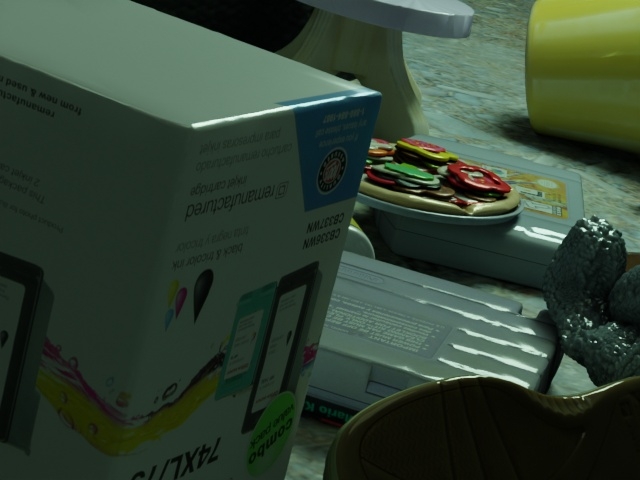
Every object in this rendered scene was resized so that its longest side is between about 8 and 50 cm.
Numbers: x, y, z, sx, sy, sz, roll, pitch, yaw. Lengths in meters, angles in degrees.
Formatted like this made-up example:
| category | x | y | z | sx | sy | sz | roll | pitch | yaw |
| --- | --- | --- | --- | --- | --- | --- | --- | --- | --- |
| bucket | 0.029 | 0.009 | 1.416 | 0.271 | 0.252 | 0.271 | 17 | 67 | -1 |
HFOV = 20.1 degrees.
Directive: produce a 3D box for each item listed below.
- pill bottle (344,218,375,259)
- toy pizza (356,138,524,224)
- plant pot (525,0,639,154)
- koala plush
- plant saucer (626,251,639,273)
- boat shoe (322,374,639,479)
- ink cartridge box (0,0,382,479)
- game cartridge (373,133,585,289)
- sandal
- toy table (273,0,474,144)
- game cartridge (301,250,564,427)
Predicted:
| category | x | y | z | sx | sy | sz | roll | pitch | yaw |
| --- | --- | --- | --- | --- | --- | --- | --- | --- | --- |
| pill bottle | 0.000 | 0.000 | 1.483 | 0.065 | 0.065 | 0.116 | 7 | 17 | -17 |
| toy pizza | 0.086 | -0.061 | 1.621 | 0.201 | 0.032 | 0.201 | 11 | 17 | -4 |
| plant pot | 0.373 | -0.208 | 2.146 | 0.239 | 0.254 | 0.254 | 1 | 13 | 17 |
| koala plush | 0.295 | 0.028 | 1.274 | 0.196 | 0.221 | 0.203 | 30 | 21 | -12 |
| plant saucer | 0.318 | 0.046 | 1.627 | 0.168 | 0.029 | 0.168 | 11 | 17 | -3 |
| boat shoe | 0.110 | 0.139 | 1.090 | 0.302 | 0.109 | 0.098 | -3 | -16 | -41 |
| ink cartridge box | -0.123 | 0.026 | 0.965 | 0.197 | 0.270 | 0.198 | 22 | 20 | 24 |
| game cartridge | 0.151 | -0.034 | 1.723 | 0.198 | 0.062 | 0.297 | 17 | 17 | 1 |
| sandal | -0.122 | -0.289 | 2.137 | 0.445 | 0.168 | 0.107 | 6 | 21 | -18 |
| toy table | 0.036 | -0.209 | 2.012 | 0.252 | 0.161 | 0.274 | 0 | 21 | -35 |
| game cartridge | -0.010 | 0.059 | 1.307 | 0.355 | 0.068 | 0.230 | 17 | 21 | 12 |
